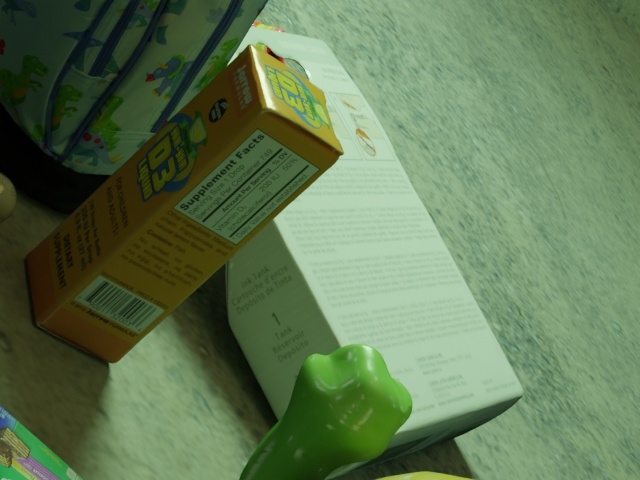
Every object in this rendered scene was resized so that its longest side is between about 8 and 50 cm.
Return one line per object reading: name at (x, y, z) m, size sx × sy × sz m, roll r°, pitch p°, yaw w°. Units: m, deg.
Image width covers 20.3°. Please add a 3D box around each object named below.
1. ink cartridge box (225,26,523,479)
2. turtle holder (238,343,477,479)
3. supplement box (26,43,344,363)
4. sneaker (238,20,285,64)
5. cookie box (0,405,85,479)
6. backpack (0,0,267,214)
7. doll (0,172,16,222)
ink cartridge box at (0.000, 0.000, 1.508) m, size 0.385 × 0.091 × 0.308 m, roll 61°, pitch 23°, yaw 12°
turtle holder at (0.062, 0.240, 1.078) m, size 0.243 × 0.227 × 0.320 m, roll 39°, pitch 23°, yaw -24°
supplement box at (-0.094, -0.022, 1.201) m, size 0.080 × 0.233 × 0.078 m, roll 34°, pitch 26°, yaw -37°
sneaker at (-0.079, -0.184, 1.708) m, size 0.208 × 0.094 × 0.081 m, roll 49°, pitch 22°, yaw 2°
cookie box at (-0.175, 0.157, 1.007) m, size 0.092 × 0.040 × 0.107 m, roll 45°, pitch 22°, yaw -15°
backpack at (-0.153, -0.234, 1.278) m, size 0.273 × 0.355 × 0.290 m, roll 9°, pitch 45°, yaw -59°
doll at (-0.249, -0.020, 1.152) m, size 0.129 × 0.046 × 0.189 m, roll 51°, pitch 15°, yaw 7°
